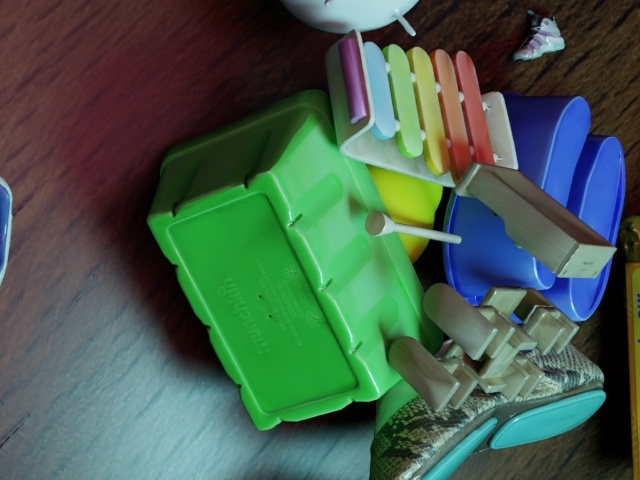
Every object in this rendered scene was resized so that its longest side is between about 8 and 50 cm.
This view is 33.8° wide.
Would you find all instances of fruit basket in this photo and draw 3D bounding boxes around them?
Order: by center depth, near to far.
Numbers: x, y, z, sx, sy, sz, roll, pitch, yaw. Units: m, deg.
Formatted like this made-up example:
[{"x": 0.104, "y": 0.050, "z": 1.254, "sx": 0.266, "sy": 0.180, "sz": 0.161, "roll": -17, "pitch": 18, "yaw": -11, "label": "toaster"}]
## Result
[{"x": 0.000, "y": 0.000, "z": 1.300, "sx": 0.392, "sy": 0.283, "sz": 0.392, "roll": 48, "pitch": 32, "yaw": -43, "label": "fruit basket"}]

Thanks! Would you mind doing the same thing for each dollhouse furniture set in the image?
[{"x": 0.193, "y": 0.056, "z": 1.217, "sx": 0.212, "sy": 0.161, "sz": 0.242, "roll": 4, "pitch": 124, "yaw": -52, "label": "dollhouse furniture set"}]

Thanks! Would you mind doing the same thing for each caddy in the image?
[{"x": 0.279, "y": -0.042, "z": 1.441, "sx": 0.241, "sy": 0.179, "sz": 0.341, "roll": 37, "pitch": 64, "yaw": -44, "label": "caddy"}]

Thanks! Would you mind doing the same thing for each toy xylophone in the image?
[{"x": 0.121, "y": -0.118, "z": 1.241, "sx": 0.323, "sy": 0.081, "sz": 0.236, "roll": -1, "pitch": 74, "yaw": -51, "label": "toy xylophone"}]

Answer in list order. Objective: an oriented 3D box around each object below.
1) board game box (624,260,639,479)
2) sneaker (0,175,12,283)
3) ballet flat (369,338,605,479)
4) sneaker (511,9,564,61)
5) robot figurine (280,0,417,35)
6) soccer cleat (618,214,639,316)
[{"x": 0.695, "y": 0.201, "z": 1.513, "sx": 0.356, "sy": 0.356, "sz": 0.356, "roll": 3, "pitch": 84, "yaw": -40, "label": "board game box"}, {"x": -0.401, "y": 0.059, "z": 1.124, "sx": 0.112, "sy": 0.131, "sz": 0.296, "roll": 10, "pitch": 89, "yaw": -29, "label": "sneaker"}, {"x": 0.185, "y": 0.213, "z": 1.365, "sx": 0.483, "sy": 0.164, "sz": 0.182, "roll": -14, "pitch": 55, "yaw": -44, "label": "ballet flat"}, {"x": 0.308, "y": -0.301, "z": 1.529, "sx": 0.098, "sy": 0.038, "sz": 0.069, "roll": -23, "pitch": 101, "yaw": -34, "label": "sneaker"}, {"x": 0.023, "y": -0.389, "z": 1.239, "sx": 0.300, "sy": 0.200, "sz": 0.353, "roll": 2, "pitch": 57, "yaw": -24, "label": "robot figurine"}, {"x": 0.504, "y": 0.048, "z": 1.631, "sx": 0.072, "sy": 0.060, "sz": 0.179, "roll": -7, "pitch": 92, "yaw": -28, "label": "soccer cleat"}]
